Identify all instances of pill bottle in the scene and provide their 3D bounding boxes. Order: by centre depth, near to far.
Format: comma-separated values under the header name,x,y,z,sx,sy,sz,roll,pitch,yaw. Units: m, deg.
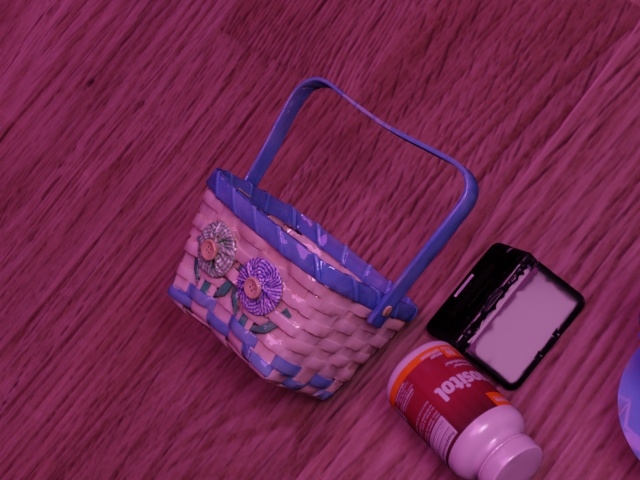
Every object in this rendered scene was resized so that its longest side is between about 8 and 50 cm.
name,x,y,z,sx,sy,sz,roll,pitch,yaw
pill bottle,0.139,0.172,1.268,0.086,0.086,0.152,-44,54,-2

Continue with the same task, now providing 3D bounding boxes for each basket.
name,x,y,z,sx,sy,sz,roll,pitch,yaw
basket,0.000,0.000,1.362,0.255,0.201,0.289,35,91,37

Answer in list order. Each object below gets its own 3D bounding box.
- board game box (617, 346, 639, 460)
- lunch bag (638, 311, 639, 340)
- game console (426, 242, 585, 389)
name,x,y,z,sx,sy,sz,roll,pitch,yaw
board game box,0.351,0.155,1.195,0.168,0.033,0.133,-4,62,1
lunch bag,0.411,0.108,1.125,0.243,0.115,0.303,-18,53,-3
game console,0.186,0.075,1.346,0.122,0.071,0.107,-50,24,-7
